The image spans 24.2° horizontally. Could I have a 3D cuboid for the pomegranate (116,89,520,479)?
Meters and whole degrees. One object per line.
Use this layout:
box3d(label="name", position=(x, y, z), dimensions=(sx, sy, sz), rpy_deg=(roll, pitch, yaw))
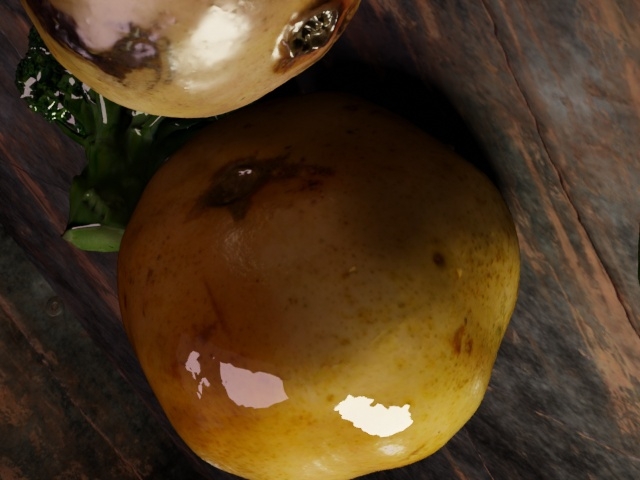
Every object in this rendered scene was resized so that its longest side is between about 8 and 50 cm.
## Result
box3d(label="pomegranate", position=(0.005, 0.049, 1.499), dimensions=(0.416, 0.416, 0.416), rpy_deg=(37, 160, 16))

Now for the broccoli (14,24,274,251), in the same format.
box3d(label="broccoli", position=(-0.193, -0.137, 1.635), dimensions=(0.297, 0.297, 0.297), rpy_deg=(4, 162, 1))

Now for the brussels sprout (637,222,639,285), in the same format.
box3d(label="brussels sprout", position=(0.355, 0.027, 1.023), dimensions=(0.271, 0.210, 0.219), rpy_deg=(29, 167, -7))

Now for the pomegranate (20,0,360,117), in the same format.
box3d(label="pomegranate", position=(-0.099, -0.246, 1.168), dimensions=(0.322, 0.322, 0.322), rpy_deg=(37, 160, 16))
